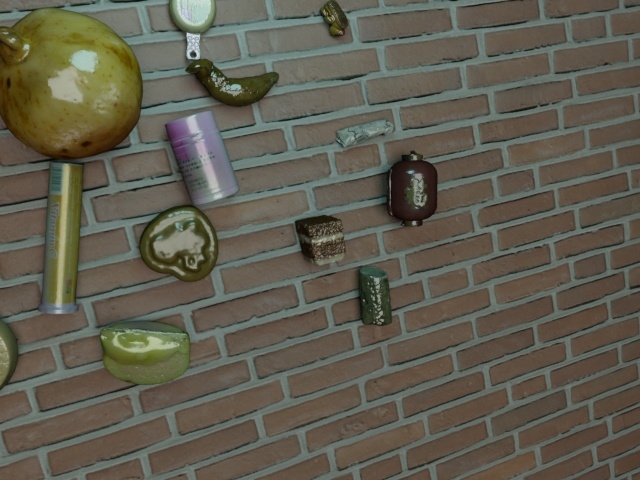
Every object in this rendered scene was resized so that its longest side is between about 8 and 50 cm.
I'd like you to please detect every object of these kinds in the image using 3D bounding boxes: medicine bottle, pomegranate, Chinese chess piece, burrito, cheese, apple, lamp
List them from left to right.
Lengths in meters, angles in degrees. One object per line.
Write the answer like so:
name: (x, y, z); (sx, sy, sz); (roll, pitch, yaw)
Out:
Chinese chess piece: (-0.983, 0.322, 1.653); (0.273, 0.102, 0.273); (-3, 99, -18)
pomegranate: (-0.660, -0.407, 1.523); (0.410, 0.410, 0.409); (-3, 98, -20)
medicine bottle: (-0.731, -0.010, 1.701); (0.108, 0.108, 0.425); (4, 94, -20)
apple: (-0.532, 0.338, 1.813); (0.265, 0.120, 0.193); (6, 108, -18)
cheese: (-0.377, -0.648, 1.771); (0.137, 0.064, 0.227); (-1, 96, -16)
medicine bottle: (-0.352, -0.246, 1.783); (0.152, 0.152, 0.253); (-21, 103, -16)
burrito: (0.151, -0.362, 2.000); (0.203, 0.064, 0.064); (-17, 102, -17)
lamp: (0.305, -0.174, 2.019); (0.180, 0.180, 0.257); (-6, 98, -19)

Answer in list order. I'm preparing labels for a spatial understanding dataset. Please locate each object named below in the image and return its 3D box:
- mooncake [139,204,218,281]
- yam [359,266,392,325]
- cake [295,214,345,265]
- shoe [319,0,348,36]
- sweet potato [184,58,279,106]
mooncake: (-0.419, 0.004, 1.812); (0.235, 0.117, 0.234); (-3, 99, -17)
yam: (0.187, 0.189, 2.058); (0.107, 0.107, 0.194); (-9, 99, -19)
cake: (0.000, 0.000, 1.954); (0.135, 0.135, 0.147); (-10, 105, -19)
shoe: (0.045, -0.712, 1.916); (0.109, 0.069, 0.072); (47, 56, -27)
sweet potato: (-0.267, -0.472, 1.818); (0.310, 0.098, 0.124); (2, 107, -30)
